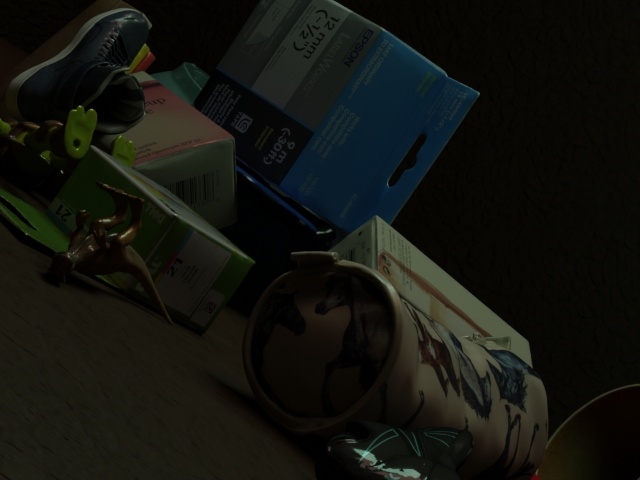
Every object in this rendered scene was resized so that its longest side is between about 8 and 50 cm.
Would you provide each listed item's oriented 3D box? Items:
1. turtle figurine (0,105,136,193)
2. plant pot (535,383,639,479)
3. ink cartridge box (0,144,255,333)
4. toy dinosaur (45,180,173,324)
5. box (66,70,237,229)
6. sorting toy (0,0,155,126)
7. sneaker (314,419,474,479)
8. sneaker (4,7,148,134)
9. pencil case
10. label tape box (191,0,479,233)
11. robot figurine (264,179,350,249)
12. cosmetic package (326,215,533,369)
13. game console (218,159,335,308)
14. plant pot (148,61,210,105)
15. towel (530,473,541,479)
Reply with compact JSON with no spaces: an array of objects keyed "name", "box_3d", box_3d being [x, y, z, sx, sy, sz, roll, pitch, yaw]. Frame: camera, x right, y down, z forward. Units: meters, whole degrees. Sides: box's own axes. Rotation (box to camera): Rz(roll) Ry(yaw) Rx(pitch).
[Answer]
[{"name":"turtle figurine","box_3d":[-0.328,-0.114,1.493,0.217,0.087,0.269,7,-35,40]},{"name":"plant pot","box_3d":[0.478,0.378,1.903,0.254,0.237,0.237,47,-1,-17]},{"name":"ink cartridge box","box_3d":[-0.217,-0.026,1.345,0.255,0.097,0.189,34,2,-45]},{"name":"toy dinosaur","box_3d":[-0.192,0.009,1.216,0.064,0.112,0.211,20,1,24]},{"name":"box","box_3d":[-0.225,-0.101,1.653,0.149,0.126,0.232,-20,37,-29]},{"name":"sorting toy","box_3d":[-0.371,-0.250,2.029,0.089,0.255,0.257,52,-6,-26]},{"name":"sneaker","box_3d":[0.059,0.179,1.068,0.106,0.101,0.267,33,2,6]},{"name":"sneaker","box_3d":[-0.247,-0.204,1.598,0.163,0.226,0.086,11,-46,38]},{"name":"pencil case","box_3d":[0.088,0.140,1.321,0.410,0.160,0.183,32,47,-54]},{"name":"label tape box","box_3d":[0.005,-0.180,1.766,0.115,0.249,0.348,31,4,-47]},{"name":"robot figurine","box_3d":[0.000,0.000,1.983,0.353,0.200,0.300,55,-29,-5]},{"name":"cosmetic package","box_3d":[0.121,0.126,1.690,0.296,0.153,0.129,37,30,-24]},{"name":"game console","box_3d":[-0.134,-0.029,1.799,0.173,0.250,0.293,-3,27,-37]},{"name":"plant pot","box_3d":[-0.215,-0.155,2.096,0.293,0.196,0.293,44,11,-10]},{"name":"towel","box_3d":[0.193,0.274,1.890,0.275,0.031,0.199,32,2,-20]}]
